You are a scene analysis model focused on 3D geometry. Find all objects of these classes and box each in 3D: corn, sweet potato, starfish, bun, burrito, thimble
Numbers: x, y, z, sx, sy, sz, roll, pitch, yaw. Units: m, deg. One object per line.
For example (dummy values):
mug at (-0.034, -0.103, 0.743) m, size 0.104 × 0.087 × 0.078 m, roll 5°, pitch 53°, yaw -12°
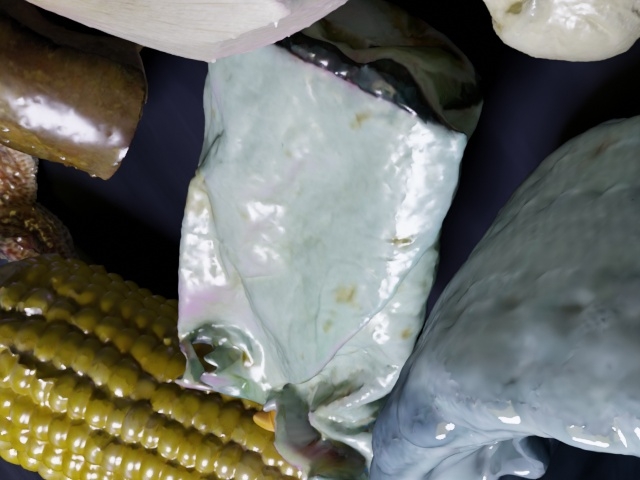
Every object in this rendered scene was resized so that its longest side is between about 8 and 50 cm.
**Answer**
corn at (-0.075, 0.109, 0.892) m, size 0.346 × 0.130 × 0.130 m, roll 25°, pitch 146°, yaw 10°
sweet potato at (-0.185, -0.151, 0.775) m, size 0.112 × 0.085 × 0.286 m, roll -30°, pitch 95°, yaw 23°
starfish at (-0.208, -0.029, 0.984) m, size 0.150 × 0.053 × 0.210 m, roll -29°, pitch 102°, yaw 45°
bun at (0.083, -0.099, 0.544) m, size 0.086 × 0.055 × 0.086 m, roll 29°, pitch 145°, yaw 23°
burrito at (0.000, 0.000, 0.685) m, size 0.144 × 0.089 × 0.229 m, roll 34°, pitch 132°, yaw 31°
thimble at (0.140, 0.064, 0.575) m, size 0.205 × 0.172 × 0.250 m, roll 40°, pitch 152°, yaw -4°

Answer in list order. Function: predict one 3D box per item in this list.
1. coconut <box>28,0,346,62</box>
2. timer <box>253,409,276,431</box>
coconut at (-0.038, -0.140, 0.507) m, size 0.171 × 0.183 × 0.171 m, roll 30°, pitch 150°, yaw 19°
timer at (0.035, 0.110, 0.783) m, size 0.152 × 0.132 × 0.132 m, roll 27°, pitch 146°, yaw 31°
